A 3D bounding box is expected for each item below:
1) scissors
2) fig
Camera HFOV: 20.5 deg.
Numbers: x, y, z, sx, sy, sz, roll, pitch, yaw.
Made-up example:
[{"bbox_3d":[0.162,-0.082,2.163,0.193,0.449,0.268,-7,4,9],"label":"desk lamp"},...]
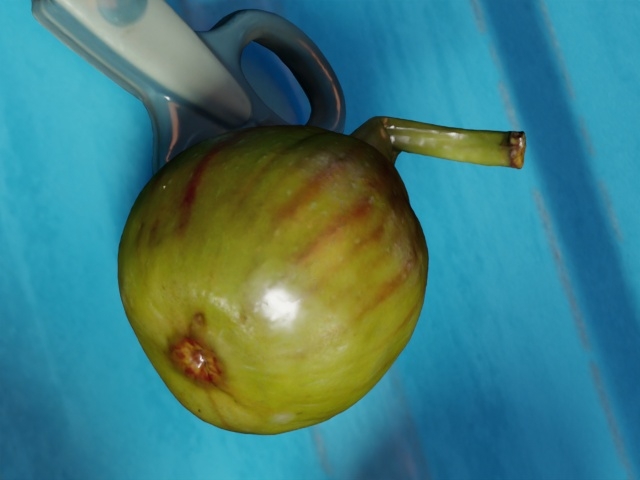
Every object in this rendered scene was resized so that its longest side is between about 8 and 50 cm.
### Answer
[{"bbox_3d":[-0.100,-0.107,0.853,0.289,0.041,0.138,41,60,-30],"label":"scissors"},{"bbox_3d":[-0.010,-0.005,0.821,0.142,0.148,0.186,47,46,-34],"label":"fig"}]
